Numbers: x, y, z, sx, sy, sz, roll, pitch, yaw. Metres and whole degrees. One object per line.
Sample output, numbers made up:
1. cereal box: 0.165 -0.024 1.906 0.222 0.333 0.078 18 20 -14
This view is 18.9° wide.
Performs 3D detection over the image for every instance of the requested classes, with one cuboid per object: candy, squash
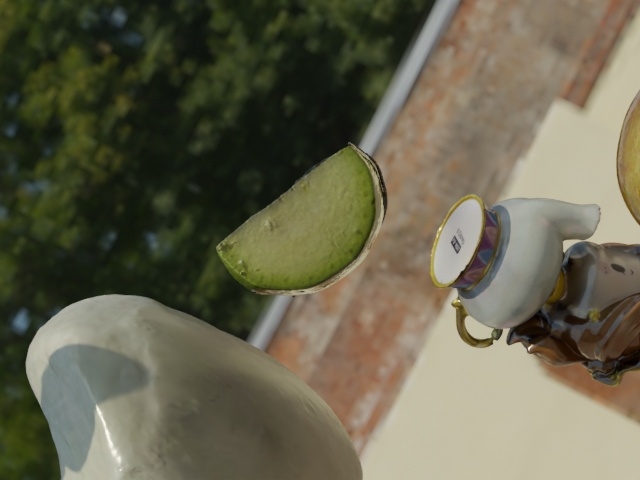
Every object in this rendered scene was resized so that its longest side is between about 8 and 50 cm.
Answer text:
1. candy: -0.126 0.222 2.226 0.186 0.427 0.386 -49 39 26
2. squash: 0.011 0.015 1.994 0.192 0.085 0.184 -37 -34 1

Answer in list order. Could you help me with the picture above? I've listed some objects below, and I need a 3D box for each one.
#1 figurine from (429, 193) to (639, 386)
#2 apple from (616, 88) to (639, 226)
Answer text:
1. figurine: 0.245 0.048 1.951 0.189 0.263 0.142 -57 23 24
2. apple: 0.442 -0.096 2.211 0.237 0.237 0.207 -21 -47 -75
